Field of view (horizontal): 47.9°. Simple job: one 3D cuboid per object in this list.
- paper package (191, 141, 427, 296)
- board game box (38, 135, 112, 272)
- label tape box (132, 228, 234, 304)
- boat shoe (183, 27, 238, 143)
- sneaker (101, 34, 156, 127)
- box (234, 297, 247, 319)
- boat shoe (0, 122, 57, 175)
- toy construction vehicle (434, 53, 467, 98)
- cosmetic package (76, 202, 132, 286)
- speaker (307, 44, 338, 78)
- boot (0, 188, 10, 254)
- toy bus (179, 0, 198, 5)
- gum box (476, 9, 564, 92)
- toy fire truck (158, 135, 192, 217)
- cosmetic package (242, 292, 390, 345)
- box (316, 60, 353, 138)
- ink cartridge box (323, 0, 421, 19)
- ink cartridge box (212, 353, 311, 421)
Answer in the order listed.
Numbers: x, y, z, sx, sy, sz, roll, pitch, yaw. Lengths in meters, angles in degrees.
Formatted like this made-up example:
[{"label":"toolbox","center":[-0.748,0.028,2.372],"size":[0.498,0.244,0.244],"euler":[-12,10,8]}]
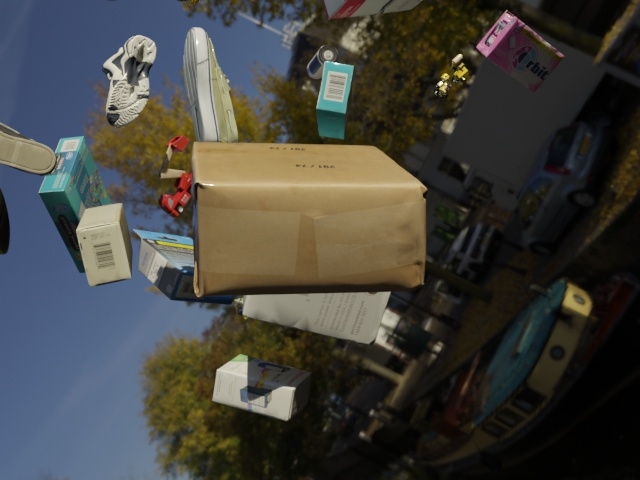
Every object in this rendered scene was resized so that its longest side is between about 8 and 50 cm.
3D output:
[{"label":"paper package","center":[-0.035,-0.044,1.113],"size":[0.309,0.324,0.168],"euler":[-118,29,-69]},{"label":"board game box","center":[-0.735,-0.106,2.211],"size":[0.254,0.079,0.336],"euler":[-90,-6,-46]},{"label":"label tape box","center":[-0.454,0.087,2.358],"size":[0.240,0.333,0.106],"euler":[10,-74,-45]},{"label":"boat shoe","center":[-0.266,-0.362,1.742],"size":[0.109,0.094,0.303],"euler":[-12,85,60]},{"label":"sneaker","center":[-0.495,-0.391,1.803],"size":[0.153,0.094,0.235],"euler":[6,86,56]},{"label":"box","center":[-0.174,0.192,2.204],"size":[0.168,0.059,0.054],"euler":[-13,-76,-35]},{"label":"boat shoe","center":[-0.564,-0.168,1.257],"size":[0.075,0.206,0.065],"euler":[-69,14,-3]},{"label":"toy construction vehicle","center":[0.289,-0.350,1.562],"size":[0.086,0.035,0.098],"euler":[-42,-19,-10]},{"label":"cosmetic package","center":[-0.584,0.005,1.967],"size":[0.309,0.113,0.160],"euler":[-134,34,-71]},{"label":"speaker","center":[0.004,-0.475,1.924],"size":[0.055,0.055,0.136],"euler":[-62,11,-9]},{"label":"boot","center":[-0.832,-0.090,1.471],"size":[0.377,0.284,0.138],"euler":[81,175,-51]},{"label":"toy bus","center":[-0.415,-0.862,2.179],"size":[0.211,0.220,0.150],"euler":[-35,27,51]},{"label":"gum box","center":[0.466,-0.445,1.690],"size":[0.107,0.188,0.062],"euler":[-52,34,22]},{"label":"toy fire truck","center":[-0.395,-0.175,1.967],"size":[0.047,0.135,0.192],"euler":[7,59,52]},{"label":"cosmetic package","center":[0.000,0.000,1.788],"size":[0.394,0.327,0.330],"euler":[-105,30,-68]},{"label":"box","center":[0.031,-0.288,1.513],"size":[0.244,0.060,0.101],"euler":[65,-145,-86]},{"label":"ink cartridge box","center":[0.116,-0.617,1.656],"size":[0.237,0.172,0.100],"euler":[-15,-3,-26]},{"label":"ink cartridge box","center":[-0.146,0.375,1.850],"size":[0.154,0.212,0.093],"euler":[-21,-58,-71]}]
